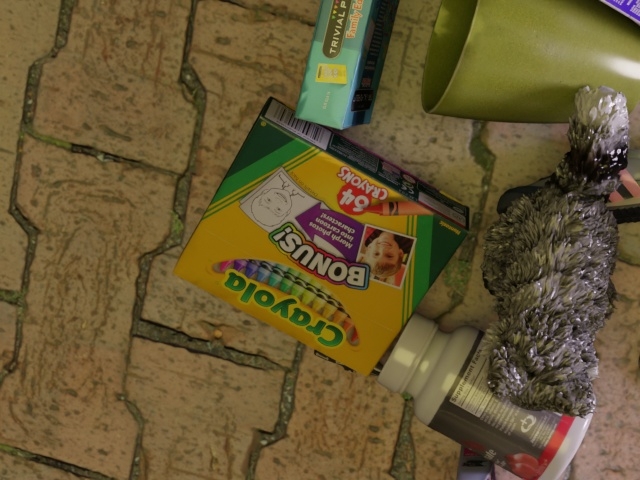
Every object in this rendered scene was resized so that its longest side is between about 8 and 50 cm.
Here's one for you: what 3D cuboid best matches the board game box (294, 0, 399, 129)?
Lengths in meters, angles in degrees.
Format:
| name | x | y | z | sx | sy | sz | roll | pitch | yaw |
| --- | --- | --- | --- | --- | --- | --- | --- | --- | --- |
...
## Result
| name | x | y | z | sx | sy | sz | roll | pitch | yaw |
| --- | --- | --- | --- | --- | --- | --- | --- | --- | --- |
| board game box | 0.058 | -0.345 | 1.774 | 0.079 | 0.254 | 0.336 | 15 | 100 | 9 |

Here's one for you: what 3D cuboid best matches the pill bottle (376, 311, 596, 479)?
| name | x | y | z | sx | sy | sz | roll | pitch | yaw |
| --- | --- | --- | --- | --- | --- | --- | --- | --- | --- |
| pill bottle | 0.258 | 0.244 | 1.856 | 0.318 | 0.176 | 0.176 | 29 | 102 | 6 |

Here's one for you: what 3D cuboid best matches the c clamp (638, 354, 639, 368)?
| name | x | y | z | sx | sy | sz | roll | pitch | yaw |
| --- | --- | --- | --- | --- | --- | --- | --- | --- | --- |
| c clamp | 0.588 | 0.191 | 1.868 | 0.137 | 0.022 | 0.161 | 28 | 103 | 11 |

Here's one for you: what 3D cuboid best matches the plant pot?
| name | x | y | z | sx | sy | sz | roll | pitch | yaw |
| --- | --- | --- | --- | --- | --- | --- | --- | --- | --- |
| plant pot | 0.334 | -0.286 | 1.749 | 0.293 | 0.275 | 0.275 | 14 | 100 | -8 |

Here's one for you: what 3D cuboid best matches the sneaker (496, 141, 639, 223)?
| name | x | y | z | sx | sy | sz | roll | pitch | yaw |
| --- | --- | --- | --- | --- | --- | --- | --- | --- | --- |
| sneaker | 0.435 | -0.096 | 1.829 | 0.319 | 0.112 | 0.131 | -4 | 73 | 13 |

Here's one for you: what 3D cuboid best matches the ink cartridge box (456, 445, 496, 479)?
| name | x | y | z | sx | sy | sz | roll | pitch | yaw |
| --- | --- | --- | --- | --- | --- | --- | --- | --- | --- |
| ink cartridge box | 0.245 | 0.452 | 1.817 | 0.065 | 0.311 | 0.186 | -4 | 97 | 12 |

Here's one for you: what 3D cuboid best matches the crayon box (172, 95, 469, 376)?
| name | x | y | z | sx | sy | sz | roll | pitch | yaw |
| --- | --- | --- | --- | --- | --- | --- | --- | --- | --- |
| crayon box | 0.000 | 0.000 | 1.837 | 0.363 | 0.106 | 0.313 | 29 | 116 | -6 |

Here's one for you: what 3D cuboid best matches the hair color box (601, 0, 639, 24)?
| name | x | y | z | sx | sy | sz | roll | pitch | yaw |
| --- | --- | --- | --- | --- | --- | --- | --- | --- | --- |
| hair color box | 0.406 | -0.399 | 1.645 | 0.339 | 0.185 | 0.110 | 21 | 113 | -35 |

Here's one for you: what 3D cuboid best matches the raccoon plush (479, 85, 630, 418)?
| name | x | y | z | sx | sy | sz | roll | pitch | yaw |
| --- | --- | --- | --- | --- | --- | --- | --- | --- | --- |
| raccoon plush | 0.324 | 0.033 | 1.661 | 0.216 | 0.299 | 0.446 | 2 | 121 | 12 |

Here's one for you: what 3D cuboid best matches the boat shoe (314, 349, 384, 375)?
| name | x | y | z | sx | sy | sz | roll | pitch | yaw |
| --- | --- | --- | --- | --- | --- | --- | --- | --- | --- |
| boat shoe | 0.047 | 0.201 | 1.957 | 0.125 | 0.046 | 0.038 | 25 | 101 | 10 |
